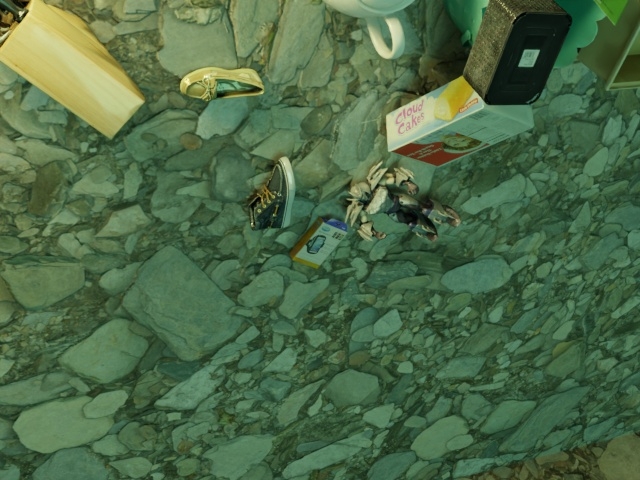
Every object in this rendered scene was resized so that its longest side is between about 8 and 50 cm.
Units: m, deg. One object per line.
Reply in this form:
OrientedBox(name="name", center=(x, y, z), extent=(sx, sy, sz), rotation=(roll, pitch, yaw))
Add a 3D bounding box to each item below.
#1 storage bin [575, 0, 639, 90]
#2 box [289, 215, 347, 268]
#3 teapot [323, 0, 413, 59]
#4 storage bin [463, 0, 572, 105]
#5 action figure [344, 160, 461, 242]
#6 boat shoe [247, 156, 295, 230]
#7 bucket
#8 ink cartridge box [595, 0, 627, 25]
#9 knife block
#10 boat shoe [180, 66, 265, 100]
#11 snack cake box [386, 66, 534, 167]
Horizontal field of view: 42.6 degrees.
OrientedBox(name="storage bin", center=(0.707, -0.465, 1.724), extent=(0.260, 0.123, 0.262), rotation=(-9, 135, -29))
OrientedBox(name="box", center=(0.000, 0.000, 1.885), extent=(0.081, 0.028, 0.136), rotation=(22, 116, -40))
OrientedBox(name="teapot", center=(0.097, -0.466, 1.368), extent=(0.256, 0.187, 0.252), rotation=(21, 119, -41))
OrientedBox(name="storage bin", center=(0.341, -0.333, 1.431), extent=(0.122, 0.084, 0.180), rotation=(-4, 134, -23))
OrientedBox(name="action figure", center=(0.175, -0.076, 1.855), extent=(0.285, 0.099, 0.185), rotation=(16, 127, -34))
OrientedBox(name="boat shoe", center=(-0.104, -0.090, 1.712), extent=(0.083, 0.065, 0.183), rotation=(-12, 136, -19))
OrientedBox(name="bucket", center=(0.374, -0.452, 1.532), extent=(0.281, 0.183, 0.281), rotation=(-14, 136, -14))
OrientedBox(name="ink cartridge box", center=(0.546, -0.526, 1.396), extent=(0.189, 0.097, 0.255), rotation=(36, 79, -32))
OrientedBox(name="knife block", center=(-0.424, -0.289, 1.231), extent=(0.088, 0.276, 0.242), rotation=(-44, 165, 16))
OrientedBox(name="boat shoe", center=(-0.178, -0.281, 1.501), extent=(0.153, 0.048, 0.056), rotation=(-6, 133, -23))
OrientedBox(name="snack cake box", center=(0.276, -0.241, 1.657), extent=(0.152, 0.089, 0.264), rotation=(11, 160, -37))
